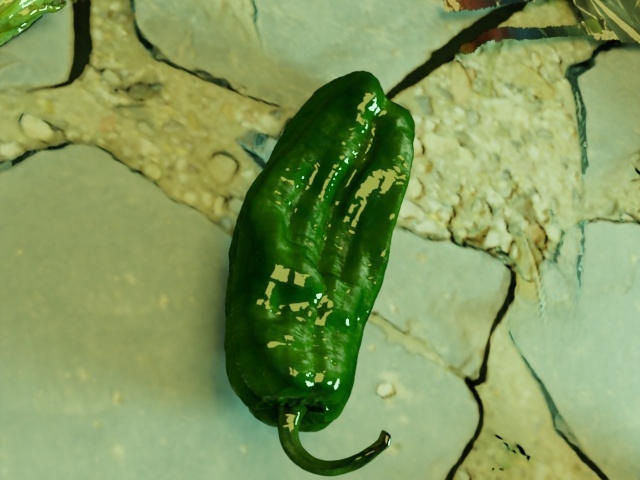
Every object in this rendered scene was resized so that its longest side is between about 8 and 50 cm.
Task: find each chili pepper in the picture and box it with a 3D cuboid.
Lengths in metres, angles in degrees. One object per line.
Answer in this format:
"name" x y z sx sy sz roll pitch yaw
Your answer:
"chili pepper" 0.002 0.003 0.646 0.100 0.074 0.257 23 59 -13

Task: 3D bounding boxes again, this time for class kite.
"kite" 0.183 -0.181 0.848 0.245 0.015 0.141 -14 71 -30

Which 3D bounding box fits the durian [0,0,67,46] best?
"durian" -0.196 -0.267 0.688 0.198 0.163 0.394 46 52 -47
